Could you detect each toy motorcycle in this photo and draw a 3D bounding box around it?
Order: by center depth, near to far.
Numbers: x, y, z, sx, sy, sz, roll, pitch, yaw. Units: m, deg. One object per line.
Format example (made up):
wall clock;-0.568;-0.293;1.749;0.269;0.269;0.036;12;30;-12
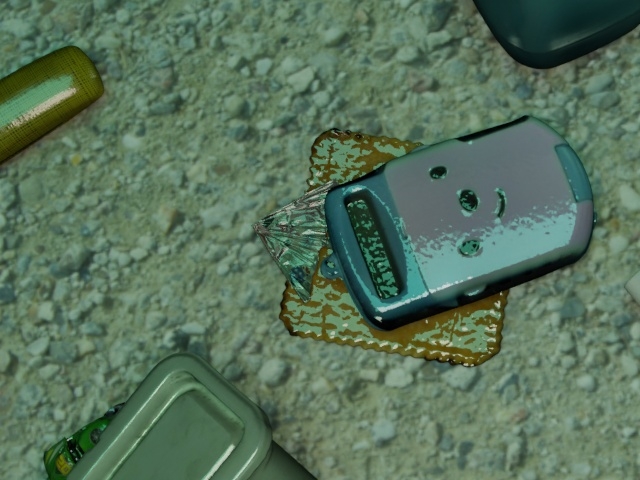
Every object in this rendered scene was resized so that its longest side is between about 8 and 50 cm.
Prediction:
toy motorcycle;-0.215;0.203;1.554;0.190;0.106;0.074;-37;76;0

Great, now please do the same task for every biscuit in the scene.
biscuit;0.088;0.006;1.603;0.236;0.013;0.232;9;79;9

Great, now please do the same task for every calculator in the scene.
calculator;0.137;-0.020;1.565;0.293;0.051;0.173;-20;76;-1

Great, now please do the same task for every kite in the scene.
kite;0.000;0.000;1.606;0.156;0.011;0.139;15;83;11

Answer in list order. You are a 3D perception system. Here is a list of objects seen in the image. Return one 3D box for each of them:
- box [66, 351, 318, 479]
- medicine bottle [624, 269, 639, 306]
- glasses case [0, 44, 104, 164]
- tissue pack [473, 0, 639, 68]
box;-0.144;0.292;1.472;0.312;0.182;0.175;-50;45;-5
medicine bottle;0.405;0.124;1.490;0.095;0.095;0.260;-37;74;-1
glasses case;-0.348;-0.132;1.670;0.234;0.064;0.079;-33;82;-1
tissue pack;0.224;-0.336;1.561;0.198;0.206;0.287;-22;77;2
